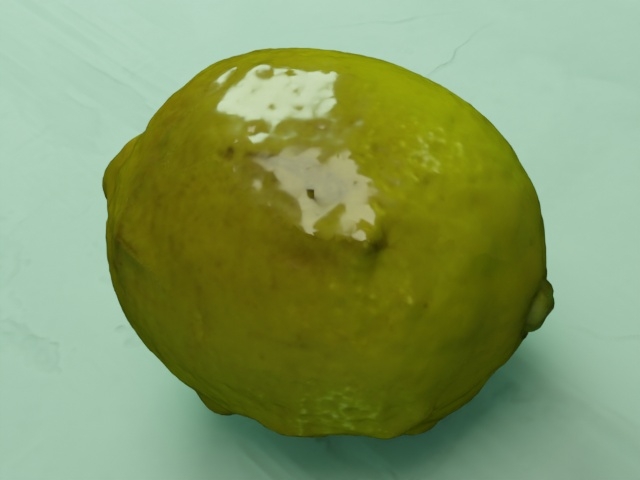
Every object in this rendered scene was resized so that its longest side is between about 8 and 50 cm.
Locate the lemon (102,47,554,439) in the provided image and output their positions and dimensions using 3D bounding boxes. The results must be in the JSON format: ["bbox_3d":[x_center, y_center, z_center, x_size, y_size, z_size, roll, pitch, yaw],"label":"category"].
[{"bbox_3d":[0.000,0.000,0.762,0.288,0.233,0.233,15,52,13],"label":"lemon"}]
